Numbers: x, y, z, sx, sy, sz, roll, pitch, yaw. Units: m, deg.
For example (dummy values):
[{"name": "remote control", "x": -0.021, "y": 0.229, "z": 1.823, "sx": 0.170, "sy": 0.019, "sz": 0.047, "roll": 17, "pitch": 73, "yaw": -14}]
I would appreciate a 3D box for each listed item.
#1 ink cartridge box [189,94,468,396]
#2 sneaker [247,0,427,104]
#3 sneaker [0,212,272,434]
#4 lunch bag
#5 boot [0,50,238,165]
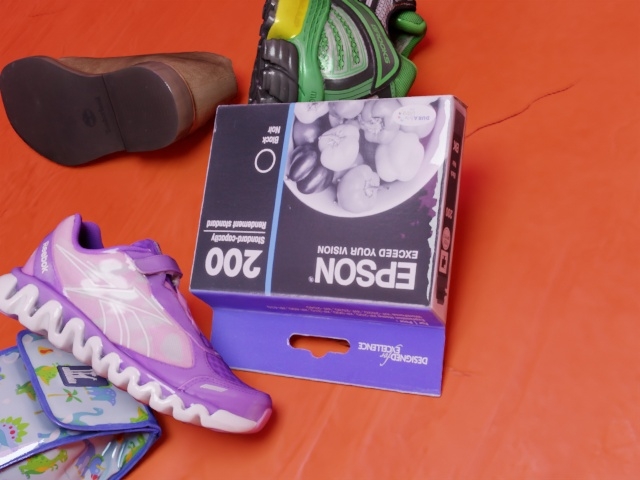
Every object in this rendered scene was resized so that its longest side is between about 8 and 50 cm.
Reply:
[{"name": "ink cartridge box", "x": 0.000, "y": 0.000, "z": 0.730, "sx": 0.206, "sy": 0.045, "sz": 0.208, "roll": 2, "pitch": 82, "yaw": 31}, {"name": "sneaker", "x": 0.019, "y": -0.210, "z": 0.923, "sx": 0.146, "sy": 0.134, "sz": 0.343, "roll": 11, "pitch": 43, "yaw": -8}, {"name": "sneaker", "x": -0.129, "y": 0.056, "z": 0.730, "sx": 0.236, "sy": 0.095, "sz": 0.104, "roll": 29, "pitch": 81, "yaw": 17}, {"name": "lunch bag", "x": -0.211, "y": 0.139, "z": 0.761, "sx": 0.151, "sy": 0.096, "sz": 0.129, "roll": -23, "pitch": 41, "yaw": -16}, {"name": "boot", "x": -0.211, "y": -0.145, "z": 1.014, "sx": 0.305, "sy": 0.112, "sz": 0.115, "roll": 7, "pitch": 27, "yaw": 38}]
